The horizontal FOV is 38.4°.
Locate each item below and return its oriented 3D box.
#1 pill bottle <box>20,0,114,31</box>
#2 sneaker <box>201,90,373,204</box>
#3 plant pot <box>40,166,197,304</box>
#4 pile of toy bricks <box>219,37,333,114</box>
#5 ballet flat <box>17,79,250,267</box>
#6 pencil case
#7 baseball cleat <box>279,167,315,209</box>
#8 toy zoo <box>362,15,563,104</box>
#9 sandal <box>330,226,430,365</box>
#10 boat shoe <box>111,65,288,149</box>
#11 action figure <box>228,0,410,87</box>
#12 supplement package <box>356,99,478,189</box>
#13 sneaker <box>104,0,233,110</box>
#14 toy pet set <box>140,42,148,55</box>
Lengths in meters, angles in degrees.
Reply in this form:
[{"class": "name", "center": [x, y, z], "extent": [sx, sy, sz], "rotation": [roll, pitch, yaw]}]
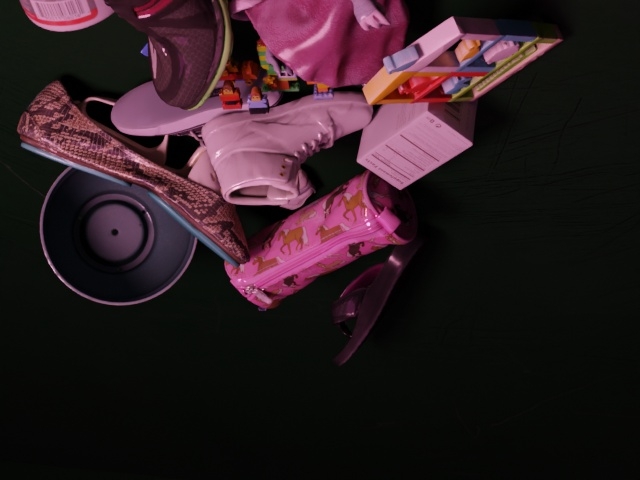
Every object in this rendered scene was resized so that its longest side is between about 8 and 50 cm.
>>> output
[{"class": "pill bottle", "center": [-0.383, -0.450, 1.280], "extent": [0.161, 0.161, 0.283], "rotation": [5, 144, 11]}, {"class": "sneaker", "center": [-0.035, -0.141, 1.515], "extent": [0.292, 0.169, 0.108], "rotation": [-14, 152, -7]}, {"class": "plant pot", "center": [-0.402, -0.019, 1.820], "extent": [0.293, 0.293, 0.196], "rotation": [23, 171, -14]}, {"class": "pile of toy bricks", "center": [-0.072, -0.279, 1.452], "extent": [0.212, 0.118, 0.105], "rotation": [-2, 141, 7]}, {"class": "ballet flat", "center": [-0.302, -0.138, 1.667], "extent": [0.482, 0.182, 0.164], "rotation": [30, 178, -10]}, {"class": "pencil case", "center": [0.000, 0.000, 1.740], "extent": [0.386, 0.167, 0.160], "rotation": [-28, 147, 31]}, {"class": "baseball cleat", "center": [-0.109, -0.090, 1.772], "extent": [0.205, 0.072, 0.109], "rotation": [-3, 149, 28]}, {"class": "toy zoo", "center": [0.193, -0.256, 1.325], "extent": [0.293, 0.030, 0.192], "rotation": [-9, 164, -42]}, {"class": "sandal", "center": [0.103, 0.106, 1.933], "extent": [0.107, 0.167, 0.446], "rotation": [36, 138, 11]}, {"class": "boat shoe", "center": [-0.205, -0.222, 1.588], "extent": [0.306, 0.113, 0.105], "rotation": [-13, 146, 9]}, {"class": "action figure", "center": [0.067, -0.388, 1.259], "extent": [0.276, 0.248, 0.370], "rotation": [48, 138, 22]}, {"class": "supplement package", "center": [0.160, -0.182, 1.523], "extent": [0.105, 0.105, 0.179], "rotation": [30, 142, -25]}, {"class": "sneaker", "center": [-0.248, -0.381, 1.264], "extent": [0.185, 0.202, 0.483], "rotation": [44, 153, 36]}, {"class": "toy pet set", "center": [-0.229, -0.329, 1.507], "extent": [0.122, 0.065, 0.114], "rotation": [34, 105, -31]}]
